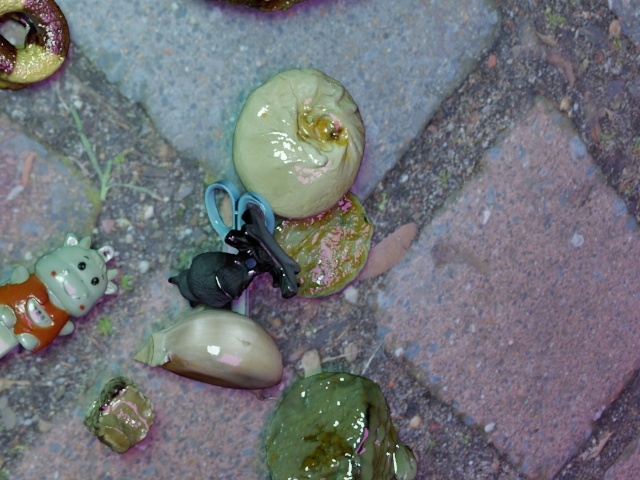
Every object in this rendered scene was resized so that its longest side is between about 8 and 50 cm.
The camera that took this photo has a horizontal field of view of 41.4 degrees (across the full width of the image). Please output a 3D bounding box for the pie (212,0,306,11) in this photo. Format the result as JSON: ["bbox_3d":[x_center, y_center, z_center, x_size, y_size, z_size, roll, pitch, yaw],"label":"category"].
[{"bbox_3d":[-0.040,-0.496,1.076,0.418,0.180,0.394,-22,114,-32],"label":"pie"}]

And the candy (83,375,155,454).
[{"bbox_3d":[-0.285,0.244,1.198,0.095,0.110,0.085,-49,113,-21],"label":"candy"}]

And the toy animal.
[{"bbox_3d":[-0.136,0.063,1.169,0.121,0.210,0.117,48,37,-15],"label":"toy animal"}]

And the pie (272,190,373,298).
[{"bbox_3d":[0.000,0.000,1.325,0.187,0.041,0.186,-9,109,-27],"label":"pie"}]

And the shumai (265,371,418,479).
[{"bbox_3d":[0.041,0.353,1.400,0.218,0.189,0.255,31,72,-50],"label":"shumai"}]

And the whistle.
[{"bbox_3d":[-0.374,0.086,1.108,0.253,0.105,0.101,-38,79,-14],"label":"whistle"}]

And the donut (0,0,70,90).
[{"bbox_3d":[-0.372,-0.252,1.031,0.141,0.059,0.140,-10,108,-30],"label":"donut"}]

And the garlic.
[{"bbox_3d":[-0.119,0.184,1.261,0.267,0.148,0.128,35,75,-31],"label":"garlic"}]

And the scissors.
[{"bbox_3d":[-0.118,0.037,1.244,0.030,0.125,0.256,-30,132,-43],"label":"scissors"}]

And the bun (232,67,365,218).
[{"bbox_3d":[-0.017,-0.140,1.206,0.223,0.128,0.222,-3,95,-32],"label":"bun"}]
